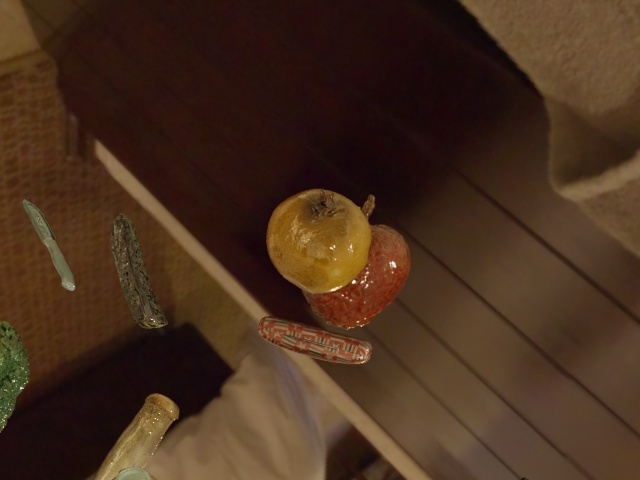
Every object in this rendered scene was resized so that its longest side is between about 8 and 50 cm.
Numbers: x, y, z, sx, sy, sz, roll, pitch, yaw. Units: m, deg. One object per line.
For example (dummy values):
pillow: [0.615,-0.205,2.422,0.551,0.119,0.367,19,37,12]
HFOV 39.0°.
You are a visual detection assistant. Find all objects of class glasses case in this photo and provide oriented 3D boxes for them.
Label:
glasses case: [-0.010,0.172,1.518,0.073,0.194,0.049,27,77,-82]

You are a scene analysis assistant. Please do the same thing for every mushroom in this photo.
mushroom: [-0.438,0.503,2.050,0.351,0.095,0.123,-56,-177,-1]

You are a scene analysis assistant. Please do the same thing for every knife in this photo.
knife: [-0.422,0.004,1.406,0.028,0.210,0.015,7,125,-44]

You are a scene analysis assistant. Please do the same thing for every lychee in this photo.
lychee: [0.075,0.044,1.990,0.255,0.255,0.300,6,94,-62]

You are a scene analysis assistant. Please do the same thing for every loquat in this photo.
loquat: [0.000,0.000,1.757,0.208,0.208,0.208,-38,156,-21]

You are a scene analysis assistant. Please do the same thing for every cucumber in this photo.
cucumber: [-0.379,0.065,1.828,0.067,0.245,0.067,-21,177,-1]

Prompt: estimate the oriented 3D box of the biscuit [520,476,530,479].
biscuit: [0.209,0.335,0.939,0.107,0.073,0.388,-57,167,3]

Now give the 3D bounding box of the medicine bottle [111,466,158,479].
medicine bottle: [-0.277,0.567,1.775,0.108,0.108,0.426,-43,141,-10]

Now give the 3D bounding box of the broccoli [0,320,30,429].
broccoli: [-0.569,0.194,1.320,0.270,0.270,0.270,-29,-160,11]
